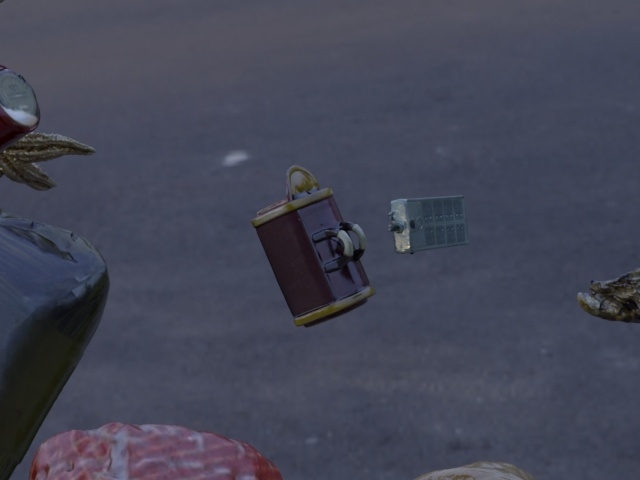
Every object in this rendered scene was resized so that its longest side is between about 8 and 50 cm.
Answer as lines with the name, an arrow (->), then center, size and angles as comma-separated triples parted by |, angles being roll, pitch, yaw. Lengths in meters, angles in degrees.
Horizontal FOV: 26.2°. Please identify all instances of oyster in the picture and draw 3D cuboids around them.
oyster -> 0.350, 0.063, 1.461 | 0.148, 0.103, 0.051 | -5, 53, 22

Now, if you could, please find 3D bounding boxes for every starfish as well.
starfish -> -0.413, -0.124, 1.793 | 0.235, 0.277, 0.062 | 11, 58, -13

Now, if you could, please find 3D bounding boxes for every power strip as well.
power strip -> 0.096, -0.014, 1.233 | 0.019, 0.051, 0.136 | -4, 1, 32

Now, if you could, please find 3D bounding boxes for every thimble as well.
thimble -> -0.196, 0.381, 1.682 | 0.350, 0.350, 0.231 | -3, 56, 6

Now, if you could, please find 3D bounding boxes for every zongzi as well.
zongzi -> -0.348, 0.069, 1.084 | 0.274, 0.300, 0.145 | -62, 12, -23

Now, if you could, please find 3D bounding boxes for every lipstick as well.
lipstick -> -0.384, -0.086, 1.375 | 0.241, 0.080, 0.080 | -31, 8, 26

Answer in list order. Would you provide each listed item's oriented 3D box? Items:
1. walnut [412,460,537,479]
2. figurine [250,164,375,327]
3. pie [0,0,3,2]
walnut -> 0.157, 0.359, 1.506 | 0.225, 0.261, 0.225 | 28, 26, -15
figurine -> 0.000, -0.001, 1.344 | 0.082, 0.154, 0.098 | -23, 2, -38
pie -> -0.402, -0.420, 1.550 | 0.315, 0.315, 0.092 | -10, -9, -14
